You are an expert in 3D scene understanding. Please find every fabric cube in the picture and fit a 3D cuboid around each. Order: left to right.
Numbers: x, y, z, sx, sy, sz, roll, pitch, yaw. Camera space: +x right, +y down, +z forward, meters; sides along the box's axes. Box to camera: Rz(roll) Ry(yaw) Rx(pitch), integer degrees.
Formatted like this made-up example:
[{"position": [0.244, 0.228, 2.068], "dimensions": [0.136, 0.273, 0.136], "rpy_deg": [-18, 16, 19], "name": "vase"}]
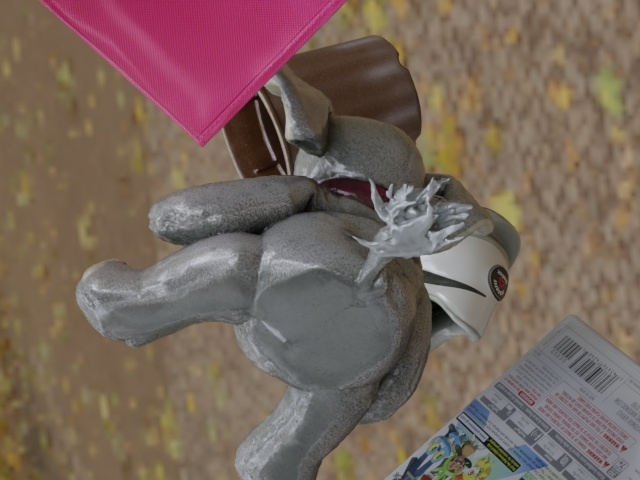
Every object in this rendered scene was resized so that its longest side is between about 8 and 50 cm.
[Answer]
[{"position": [-0.090, -0.272, 1.320], "dimensions": [0.254, 0.258, 0.259], "rpy_deg": [-46, 15, 17], "name": "fabric cube"}]

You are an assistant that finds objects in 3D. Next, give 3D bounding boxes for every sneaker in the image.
[{"position": [0.030, 0.067, 1.801], "dimensions": [0.330, 0.122, 0.146], "rpy_deg": [-15, 44, 37], "name": "sneaker"}]

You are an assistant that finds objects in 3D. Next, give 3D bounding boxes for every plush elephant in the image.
[{"position": [0.000, 0.000, 1.542], "dimensions": [0.330, 0.272, 0.255], "rpy_deg": [-39, 18, 27], "name": "plush elephant"}]

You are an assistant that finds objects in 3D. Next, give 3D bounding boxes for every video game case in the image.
[{"position": [0.213, 0.238, 1.715], "dimensions": [0.036, 0.300, 0.329], "rpy_deg": [52, 175, -33], "name": "video game case"}]

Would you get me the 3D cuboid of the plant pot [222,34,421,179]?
[{"position": [0.002, -0.126, 1.888], "dimensions": [0.167, 0.165, 0.167], "rpy_deg": [51, 153, 39], "name": "plant pot"}]
